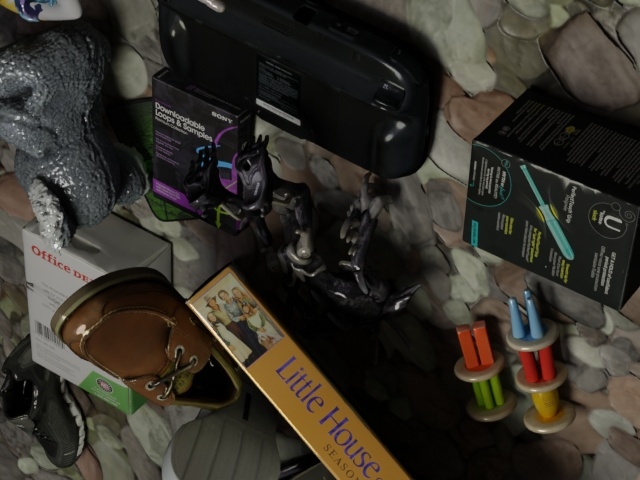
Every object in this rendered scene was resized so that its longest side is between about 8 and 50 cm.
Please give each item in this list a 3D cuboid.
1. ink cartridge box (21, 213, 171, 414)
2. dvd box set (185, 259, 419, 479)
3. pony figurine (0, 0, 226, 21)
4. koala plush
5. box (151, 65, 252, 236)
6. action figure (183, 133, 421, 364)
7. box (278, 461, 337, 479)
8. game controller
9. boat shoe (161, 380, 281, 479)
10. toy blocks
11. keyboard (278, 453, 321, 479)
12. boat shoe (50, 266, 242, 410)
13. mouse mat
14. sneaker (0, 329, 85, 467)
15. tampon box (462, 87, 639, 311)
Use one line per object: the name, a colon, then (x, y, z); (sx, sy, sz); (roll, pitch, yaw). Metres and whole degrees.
ink cartridge box: (-0.261, 0.074, 2.021); (0.160, 0.092, 0.219); (27, 135, 23)
dvd box set: (0.021, 0.197, 1.767); (0.420, 0.062, 0.307); (50, 178, -1)
pony figurine: (-0.262, -0.349, 1.583); (0.363, 0.303, 0.351); (9, 138, 52)
koala plush: (-0.282, -0.107, 1.821); (0.203, 0.196, 0.221); (-15, 103, 38)
box: (-0.127, -0.093, 1.809); (0.116, 0.029, 0.162); (25, 133, 25)
action figure: (0.000, 0.000, 1.702); (0.164, 0.141, 0.276); (-18, 129, 40)
box: (-0.010, 0.422, 1.927); (0.242, 0.076, 0.307); (-31, 86, 47)
game controller: (-0.031, -0.173, 1.659); (0.319, 0.067, 0.166); (29, 151, 22)
boat shoe: (-0.113, 0.256, 1.864); (0.121, 0.335, 0.119); (28, 103, 1)
toy blocks: (0.183, 0.111, 1.686); (0.123, 0.054, 0.148); (8, 126, 37)
keyboard: (-0.022, 0.427, 2.040); (0.202, 0.033, 0.317); (-24, 88, 19)
boat shoe: (-0.160, 0.109, 1.760); (0.111, 0.307, 0.104); (-44, 67, 11)
mouse mat: (-0.146, -0.089, 1.858); (0.190, 0.007, 0.152); (-4, 118, 42)
sneaker: (-0.370, 0.218, 2.222); (0.078, 0.106, 0.234); (22, 134, 29)
tampon box: (0.221, -0.038, 1.497); (0.161, 0.101, 0.120); (25, 135, 24)
